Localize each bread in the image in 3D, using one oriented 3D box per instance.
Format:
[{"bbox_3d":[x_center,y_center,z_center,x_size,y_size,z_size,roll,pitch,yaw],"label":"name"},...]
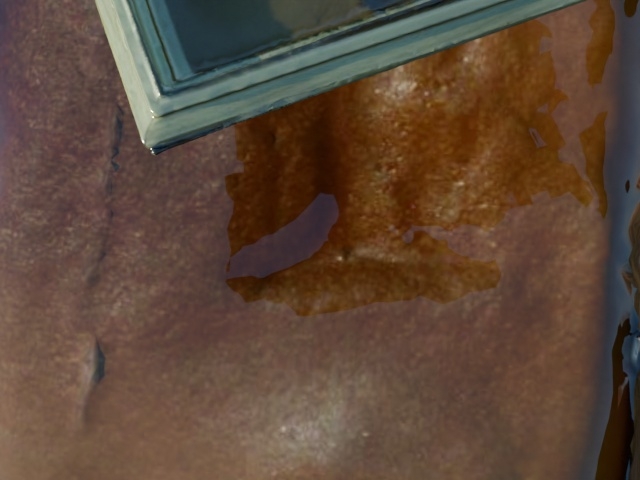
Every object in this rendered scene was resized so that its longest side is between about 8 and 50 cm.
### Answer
[{"bbox_3d":[0.000,0.000,0.667,0.333,0.143,0.324,4,82,7],"label":"bread"}]

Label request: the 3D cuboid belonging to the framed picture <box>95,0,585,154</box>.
[{"bbox_3d":[-0.004,-0.169,0.461,0.197,0.014,0.252,-20,69,-4],"label":"framed picture"}]
